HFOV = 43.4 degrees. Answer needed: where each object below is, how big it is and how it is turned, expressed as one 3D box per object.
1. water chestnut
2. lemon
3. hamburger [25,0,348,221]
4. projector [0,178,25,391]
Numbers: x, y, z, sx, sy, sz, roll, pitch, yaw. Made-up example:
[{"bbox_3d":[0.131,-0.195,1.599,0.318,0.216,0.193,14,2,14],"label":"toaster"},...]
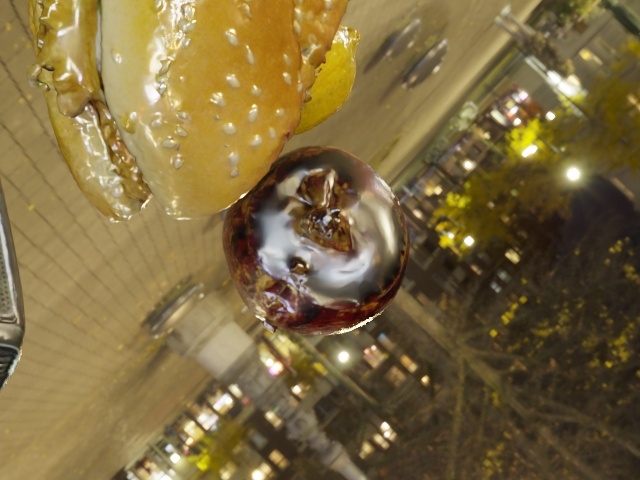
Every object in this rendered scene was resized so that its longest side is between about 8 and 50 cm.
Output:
[{"bbox_3d":[0.000,0.000,1.399,0.350,0.350,0.302,-45,178,-19],"label":"water chestnut"},{"bbox_3d":[-0.055,-0.247,1.191,0.257,0.188,0.188,-27,174,-8],"label":"lemon"},{"bbox_3d":[-0.150,-0.252,0.831,0.268,0.287,0.445,6,-111,41],"label":"hamburger"},{"bbox_3d":[-0.586,0.090,1.064,0.242,0.405,0.395,12,129,-41],"label":"projector"}]
